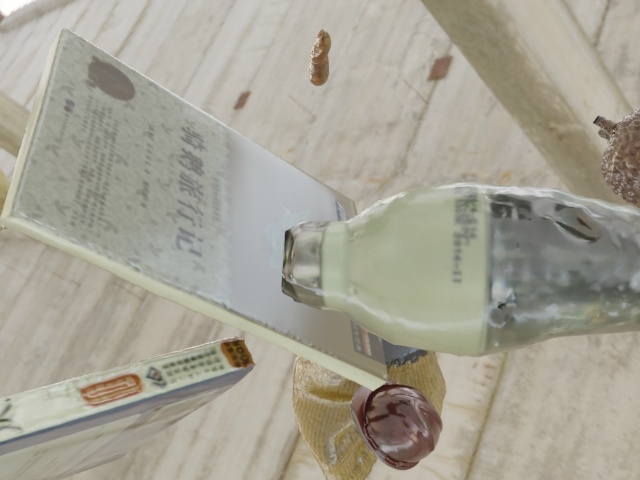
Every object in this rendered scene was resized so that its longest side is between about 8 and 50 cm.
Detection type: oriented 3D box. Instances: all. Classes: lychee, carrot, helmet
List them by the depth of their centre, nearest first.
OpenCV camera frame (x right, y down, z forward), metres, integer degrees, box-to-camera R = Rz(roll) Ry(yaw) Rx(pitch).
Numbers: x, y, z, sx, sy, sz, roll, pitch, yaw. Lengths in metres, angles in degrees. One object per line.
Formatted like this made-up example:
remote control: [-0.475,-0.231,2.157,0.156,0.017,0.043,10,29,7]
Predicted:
helmet: [0.091,0.189,0.804,0.057,0.111,0.089,-26,-154,49]
carrot: [-0.001,-0.298,1.238,0.035,0.165,0.036,1,-107,-2]
lychee: [0.595,-0.152,1.372,0.238,0.200,0.200,40,-89,11]

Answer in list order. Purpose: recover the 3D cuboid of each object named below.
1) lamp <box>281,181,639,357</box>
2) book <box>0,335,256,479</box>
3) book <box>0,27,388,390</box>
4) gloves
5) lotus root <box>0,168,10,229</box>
lamp: [0.098,0.017,0.421,0.250,0.101,0.101,2,-125,9]
book: [-0.292,0.181,0.576,0.300,0.428,0.039,-38,-111,44]
book: [-0.077,-0.024,0.596,0.021,0.310,0.217,-42,-144,29]
gloves: [0.063,0.199,1.015,0.203,0.356,0.155,-8,-137,-12]
lotus root: [-0.485,-0.048,0.936,0.160,0.284,0.146,-35,-103,8]
